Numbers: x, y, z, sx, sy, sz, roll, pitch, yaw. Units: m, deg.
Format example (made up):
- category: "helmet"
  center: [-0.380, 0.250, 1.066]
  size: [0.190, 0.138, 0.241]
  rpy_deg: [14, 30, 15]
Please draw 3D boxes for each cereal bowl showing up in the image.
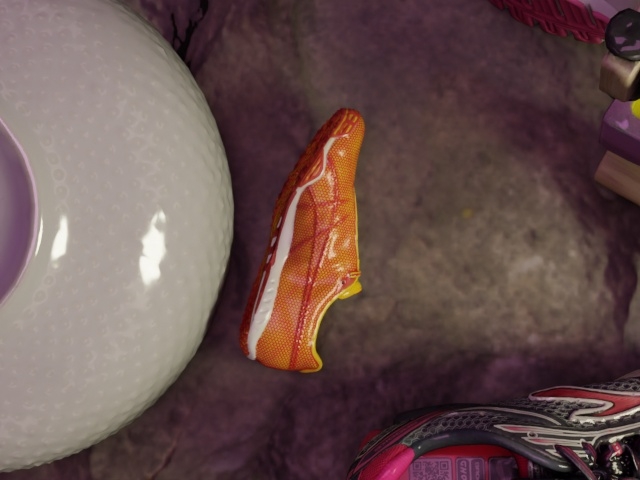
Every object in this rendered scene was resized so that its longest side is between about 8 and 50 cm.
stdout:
- category: "cereal bowl"
  center: [-0.228, -0.017, 0.725]
  size: [0.339, 0.141, 0.338]
  rpy_deg: [0, 91, 6]

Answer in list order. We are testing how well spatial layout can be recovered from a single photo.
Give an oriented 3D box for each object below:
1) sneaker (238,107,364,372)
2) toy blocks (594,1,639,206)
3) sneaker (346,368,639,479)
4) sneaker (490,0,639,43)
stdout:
- category: "sneaker"
  center: [0.000, 0.000, 0.764]
  size: [0.067, 0.064, 0.175]
  rpy_deg: [17, 91, -11]
- category: "toy blocks"
  center: [0.320, -0.099, 0.602]
  size: [0.260, 0.309, 0.288]
  rpy_deg: [32, 89, 16]
- category: "sneaker"
  center: [0.164, 0.141, 0.694]
  size: [0.299, 0.112, 0.120]
  rpy_deg: [-11, 82, 5]
- category: "sneaker"
  center: [0.118, -0.232, 0.747]
  size: [0.111, 0.103, 0.252]
  rpy_deg: [-44, 81, 2]
